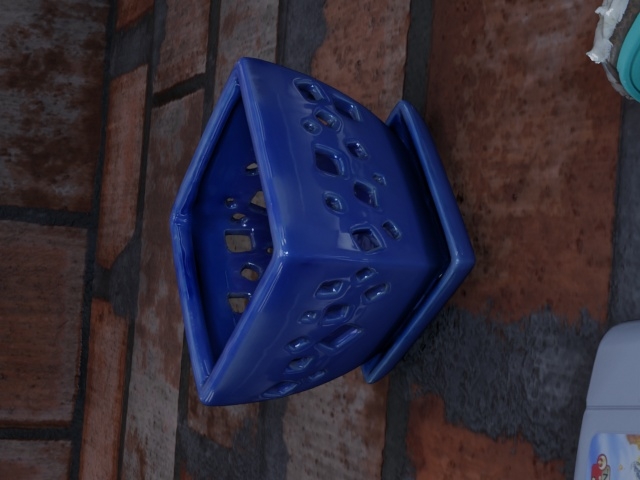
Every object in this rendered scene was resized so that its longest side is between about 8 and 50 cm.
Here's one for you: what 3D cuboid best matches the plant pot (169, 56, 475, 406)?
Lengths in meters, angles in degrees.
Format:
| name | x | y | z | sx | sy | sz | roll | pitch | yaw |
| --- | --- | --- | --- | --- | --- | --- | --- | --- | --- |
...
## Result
| name | x | y | z | sx | sy | sz | roll | pitch | yaw |
| --- | --- | --- | --- | --- | --- | --- | --- | --- | --- |
| plant pot | 0.000 | 0.000 | 1.005 | 0.236 | 0.212 | 0.236 | 121 | 144 | -43 |

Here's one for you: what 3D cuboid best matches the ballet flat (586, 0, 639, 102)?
| name | x | y | z | sx | sy | sz | roll | pitch | yaw |
| --- | --- | --- | --- | --- | --- | --- | --- | --- | --- |
| ballet flat | 0.273 | -0.241 | 0.571 | 0.409 | 0.147 | 0.147 | 124 | 142 | -46 |

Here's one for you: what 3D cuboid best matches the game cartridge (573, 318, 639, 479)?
| name | x | y | z | sx | sy | sz | roll | pitch | yaw |
| --- | --- | --- | --- | --- | --- | --- | --- | --- | --- |
| game cartridge | 0.219 | 0.189 | 0.640 | 0.198 | 0.062 | 0.297 | 160 | 119 | -66 |
